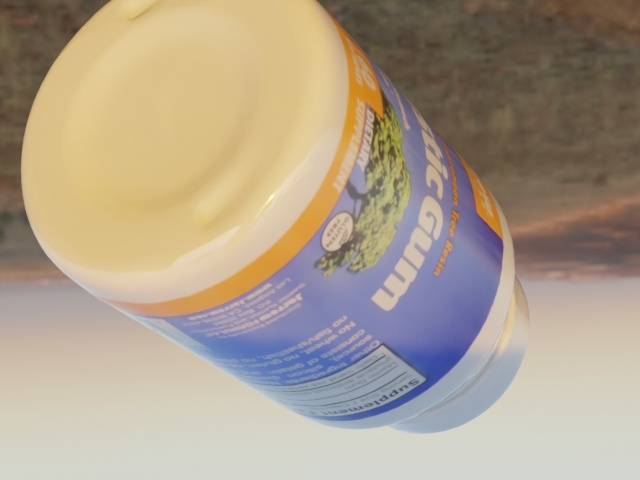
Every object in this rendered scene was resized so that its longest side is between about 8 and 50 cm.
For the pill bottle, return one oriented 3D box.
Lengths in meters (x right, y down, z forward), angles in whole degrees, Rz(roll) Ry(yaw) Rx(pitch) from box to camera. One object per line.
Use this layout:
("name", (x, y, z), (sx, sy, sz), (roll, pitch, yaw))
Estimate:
("pill bottle", (0.000, 0.000, 0.694), (0.152, 0.152, 0.272), (-3, 157, 29))
